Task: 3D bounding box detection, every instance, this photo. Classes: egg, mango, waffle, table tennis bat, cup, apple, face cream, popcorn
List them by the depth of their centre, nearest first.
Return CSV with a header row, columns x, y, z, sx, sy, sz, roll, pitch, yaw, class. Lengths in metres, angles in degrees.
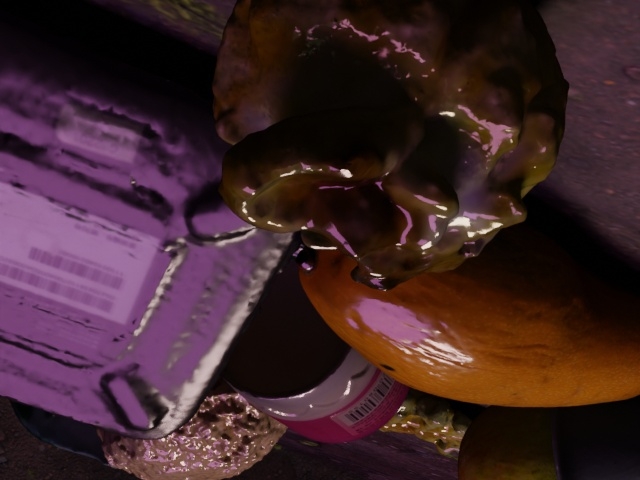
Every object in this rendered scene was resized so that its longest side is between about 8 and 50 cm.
x,y,z,sx,sy,sz,roll,pitch,yaw,class
0.023,-0.061,0.622,0.198,0.212,0.198,12,131,14,popcorn
0.133,0.058,0.993,0.359,0.144,0.187,23,155,-37,mango
-0.007,0.109,1.284,0.175,0.175,0.195,12,163,23,face cream
0.352,0.235,1.357,0.150,0.199,0.199,-9,154,23,cup
0.274,0.287,1.558,0.196,0.196,0.196,17,165,5,apple
-0.173,0.192,1.624,0.279,0.279,0.310,29,149,-36,egg
0.269,0.280,1.885,0.087,0.013,0.156,10,162,20,table tennis bat
0.128,0.268,1.898,0.317,0.073,0.297,6,163,35,waffle

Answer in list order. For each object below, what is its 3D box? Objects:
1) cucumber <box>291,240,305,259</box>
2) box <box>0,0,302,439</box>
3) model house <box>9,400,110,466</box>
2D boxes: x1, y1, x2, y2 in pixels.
x,y,z,sx,sy,sz,roll,pitch,yaw,class
0.000,0.000,1.134,0.105,0.048,0.048,18,165,-10,cucumber
-0.208,-0.015,0.940,0.359,0.091,0.350,21,127,-11,box
-0.293,0.242,2.008,0.295,0.251,0.329,8,168,34,model house
